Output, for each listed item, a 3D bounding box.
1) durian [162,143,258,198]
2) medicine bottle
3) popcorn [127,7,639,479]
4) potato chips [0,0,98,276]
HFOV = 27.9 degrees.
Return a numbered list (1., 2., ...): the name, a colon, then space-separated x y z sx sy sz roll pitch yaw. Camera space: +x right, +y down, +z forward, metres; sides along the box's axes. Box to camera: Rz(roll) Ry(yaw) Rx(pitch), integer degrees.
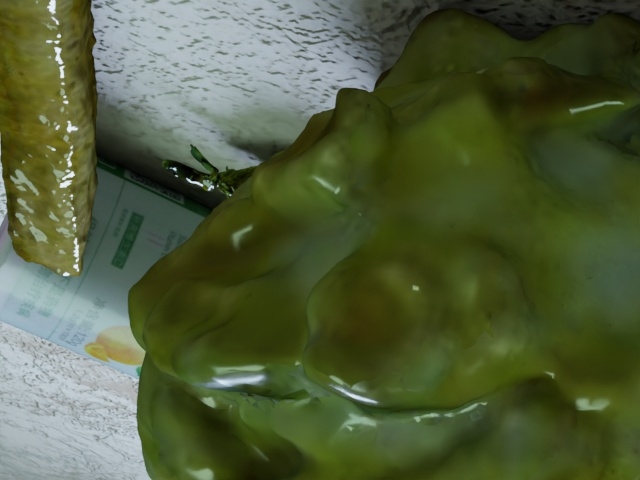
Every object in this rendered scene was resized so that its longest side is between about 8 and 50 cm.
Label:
1. durian: 0.000 0.000 0.824 0.215 0.086 0.100 35 165 -36
2. medicine bottle: -0.093 0.041 0.905 0.274 0.133 0.133 25 156 -15
3. popcorn: 0.061 0.049 0.609 0.312 0.312 0.312 16 156 7
4. potato chips: -0.146 -0.113 0.661 0.057 0.080 0.407 9 147 -3
